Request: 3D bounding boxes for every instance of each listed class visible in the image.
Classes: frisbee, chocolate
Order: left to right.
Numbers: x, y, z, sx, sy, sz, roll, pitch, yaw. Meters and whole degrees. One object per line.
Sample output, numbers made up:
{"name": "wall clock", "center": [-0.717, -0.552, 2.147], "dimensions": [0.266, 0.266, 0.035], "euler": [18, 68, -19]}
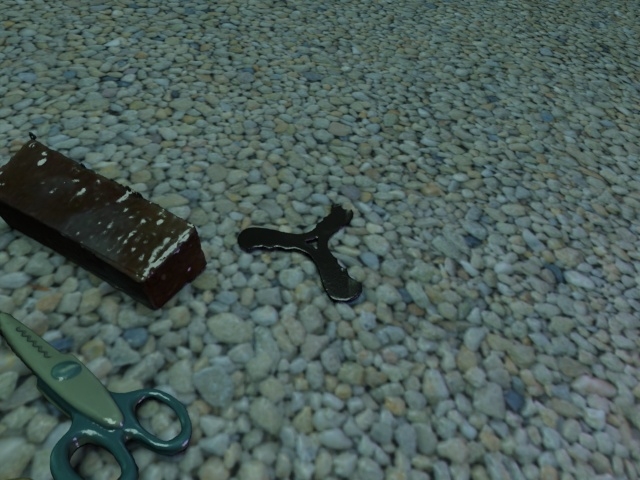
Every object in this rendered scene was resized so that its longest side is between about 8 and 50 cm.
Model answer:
{"name": "chocolate", "center": [-0.322, -0.025, 0.646], "dimensions": [0.321, 0.112, 0.112], "euler": [27, 59, 15]}
{"name": "frisbee", "center": [0.000, 0.000, 0.727], "dimensions": [0.210, 0.012, 0.187], "euler": [31, 49, 19]}

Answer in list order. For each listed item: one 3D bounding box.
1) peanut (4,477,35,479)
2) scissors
{"name": "peanut", "center": [-0.258, 0.273, 0.364], "dimensions": [0.159, 0.109, 0.140], "euler": [32, 43, 24]}
{"name": "scissors", "center": [-0.277, 0.162, 0.509], "dimensions": [0.289, 0.041, 0.138], "euler": [29, 33, 23]}
